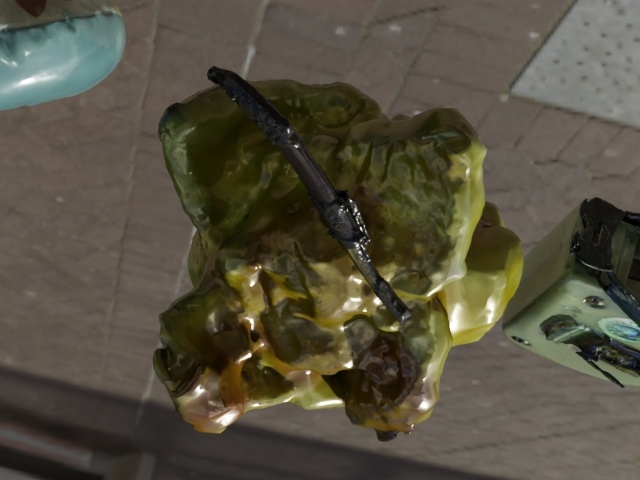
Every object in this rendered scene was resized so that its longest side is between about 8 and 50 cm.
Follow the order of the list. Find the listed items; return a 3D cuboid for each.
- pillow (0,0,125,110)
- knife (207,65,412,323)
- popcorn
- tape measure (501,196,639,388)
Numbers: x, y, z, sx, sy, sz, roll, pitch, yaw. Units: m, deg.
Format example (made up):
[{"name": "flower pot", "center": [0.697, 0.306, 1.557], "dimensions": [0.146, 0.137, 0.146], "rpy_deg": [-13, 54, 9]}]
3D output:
[{"name": "pillow", "center": [-0.238, -0.106, 0.709], "dimensions": [0.233, 0.086, 0.214], "rpy_deg": [-23, -173, -13]}, {"name": "knife", "center": [0.008, -0.022, 0.675], "dimensions": [0.045, 0.021, 0.222], "rpy_deg": [13, 147, 53]}, {"name": "popcorn", "center": [0.007, -0.009, 0.921], "dimensions": [0.325, 0.290, 0.321], "rpy_deg": [38, 109, -7]}, {"name": "tape measure", "center": [0.290, 0.064, 1.035], "dimensions": [0.207, 0.115, 0.235], "rpy_deg": [23, 158, -1]}]
